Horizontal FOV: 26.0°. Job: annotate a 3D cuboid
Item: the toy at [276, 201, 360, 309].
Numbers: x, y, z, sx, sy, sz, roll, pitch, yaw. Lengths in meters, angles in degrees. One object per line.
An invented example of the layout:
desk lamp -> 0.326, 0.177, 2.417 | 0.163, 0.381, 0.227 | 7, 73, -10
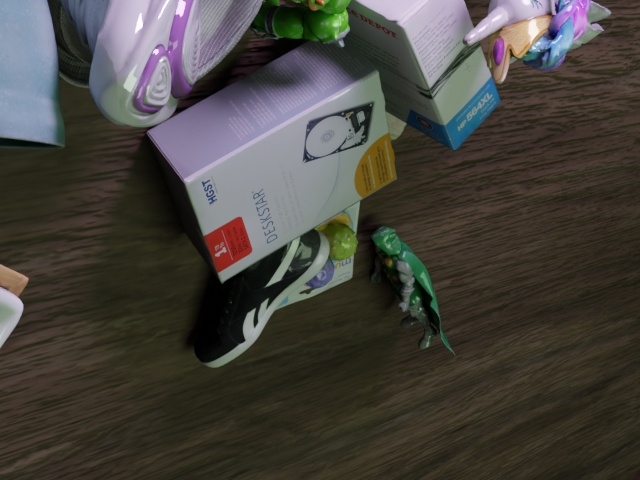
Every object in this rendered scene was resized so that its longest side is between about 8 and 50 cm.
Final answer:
toy -> 0.000, 0.000, 1.671 | 0.136, 0.056, 0.237 | -21, 137, -23

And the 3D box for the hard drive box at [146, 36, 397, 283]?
hard drive box -> -0.045, -0.089, 1.463 | 0.232, 0.089, 0.181 | -31, 145, -11

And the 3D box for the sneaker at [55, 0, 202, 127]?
sneaker -> -0.159, -0.185, 1.009 | 0.152, 0.305, 0.114 | 3, 131, -5

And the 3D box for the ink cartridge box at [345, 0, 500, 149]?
ink cartridge box -> 0.090, -0.211, 1.453 | 0.086, 0.148, 0.203 | -45, 142, -13

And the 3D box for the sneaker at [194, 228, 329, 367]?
sneaker -> -0.103, 0.045, 1.596 | 0.121, 0.079, 0.217 | 31, 110, -35

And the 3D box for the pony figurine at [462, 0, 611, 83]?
pony figurine -> 0.255, -0.327, 1.424 | 0.351, 0.302, 0.364 | 1, 80, -41

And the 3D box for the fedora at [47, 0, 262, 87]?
fedora -> -0.129, -0.240, 1.207 | 0.275, 0.124, 0.243 | -56, 150, 3

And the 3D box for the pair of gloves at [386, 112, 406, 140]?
pair of gloves -> 0.056, -0.226, 1.564 | 0.204, 0.042, 0.240 | -3, 118, -48

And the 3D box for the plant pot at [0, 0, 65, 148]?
plant pot -> -0.311, -0.167, 0.912 | 0.293, 0.293, 0.196 | 2, 92, -55

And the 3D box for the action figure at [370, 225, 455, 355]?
action figure -> 0.112, 0.055, 1.870 | 0.063, 0.137, 0.232 | -35, 138, -9

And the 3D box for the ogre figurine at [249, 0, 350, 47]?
ogre figurine -> -0.015, -0.269, 1.334 | 0.097, 0.118, 0.197 | -24, 139, -57

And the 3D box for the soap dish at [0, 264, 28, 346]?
soap dish -> -0.387, 0.067, 1.047 | 0.229, 0.118, 0.291 | -53, 151, 0
